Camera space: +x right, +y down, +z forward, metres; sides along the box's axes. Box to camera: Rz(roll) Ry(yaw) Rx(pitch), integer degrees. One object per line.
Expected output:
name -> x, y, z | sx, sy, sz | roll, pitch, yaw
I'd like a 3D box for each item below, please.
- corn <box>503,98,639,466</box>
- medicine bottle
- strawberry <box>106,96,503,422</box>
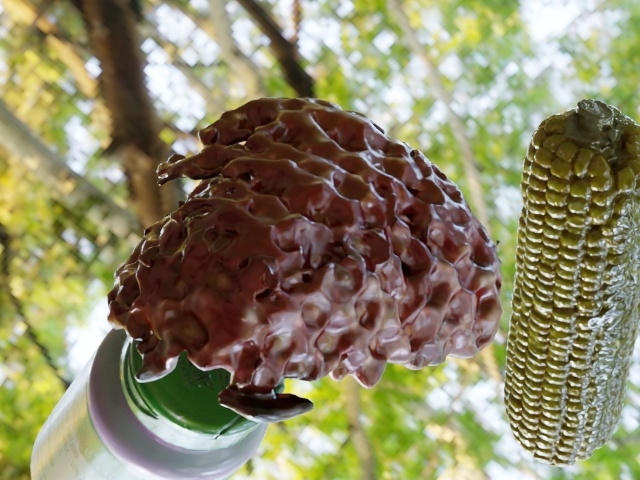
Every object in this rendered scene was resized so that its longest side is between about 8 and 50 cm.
corn -> 0.127, 0.023, 0.933 | 0.068, 0.207, 0.068 | 0, -146, 0
medicine bottle -> -0.115, 0.127, 1.347 | 0.274, 0.133, 0.133 | 131, -22, -58
strawberry -> 0.000, 0.000, 0.649 | 0.121, 0.188, 0.082 | 16, -77, 15
